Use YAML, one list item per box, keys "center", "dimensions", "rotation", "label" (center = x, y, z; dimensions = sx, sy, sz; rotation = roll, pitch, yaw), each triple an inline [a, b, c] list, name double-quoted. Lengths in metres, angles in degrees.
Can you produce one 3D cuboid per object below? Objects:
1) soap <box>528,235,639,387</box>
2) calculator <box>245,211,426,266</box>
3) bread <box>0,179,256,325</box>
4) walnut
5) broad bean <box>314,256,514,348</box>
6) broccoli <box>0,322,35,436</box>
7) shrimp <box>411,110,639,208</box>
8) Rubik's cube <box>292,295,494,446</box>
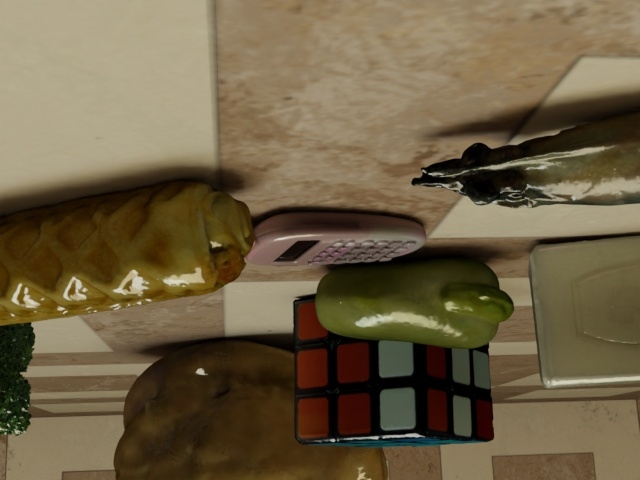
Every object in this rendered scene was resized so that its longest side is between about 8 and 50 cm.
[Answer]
- center: [0.272, 0.058, 0.749]
  dimensions: [0.183, 0.121, 0.064]
  rotation: [-6, 166, 10]
  label: "soap"
- center: [0.000, 0.000, 0.679]
  dimensions: [0.166, 0.024, 0.103]
  rotation: [0, 166, -19]
  label: "calculator"
- center: [-0.211, 0.018, 0.618]
  dimensions: [0.368, 0.077, 0.084]
  rotation: [-7, 161, 24]
  label: "bread"
- center: [-0.106, 0.307, 1.312]
  dimensions: [0.384, 0.383, 0.383]
  rotation: [-2, 166, -1]
  label: "walnut"
- center: [0.083, 0.059, 0.802]
  dimensions: [0.175, 0.082, 0.124]
  rotation: [-4, 168, 2]
  label: "broad bean"
- center: [-0.336, 0.113, 0.764]
  dimensions: [0.195, 0.195, 0.156]
  rotation: [4, 134, -23]
  label: "broccoli"
- center: [0.192, -0.032, 0.528]
  dimensions: [0.262, 0.051, 0.198]
  rotation: [-8, 165, 11]
  label: "shrimp"
- center: [0.079, 0.138, 0.961]
  dimensions: [0.161, 0.163, 0.162]
  rotation: [-12, 159, 34]
  label: "Rubik's cube"
